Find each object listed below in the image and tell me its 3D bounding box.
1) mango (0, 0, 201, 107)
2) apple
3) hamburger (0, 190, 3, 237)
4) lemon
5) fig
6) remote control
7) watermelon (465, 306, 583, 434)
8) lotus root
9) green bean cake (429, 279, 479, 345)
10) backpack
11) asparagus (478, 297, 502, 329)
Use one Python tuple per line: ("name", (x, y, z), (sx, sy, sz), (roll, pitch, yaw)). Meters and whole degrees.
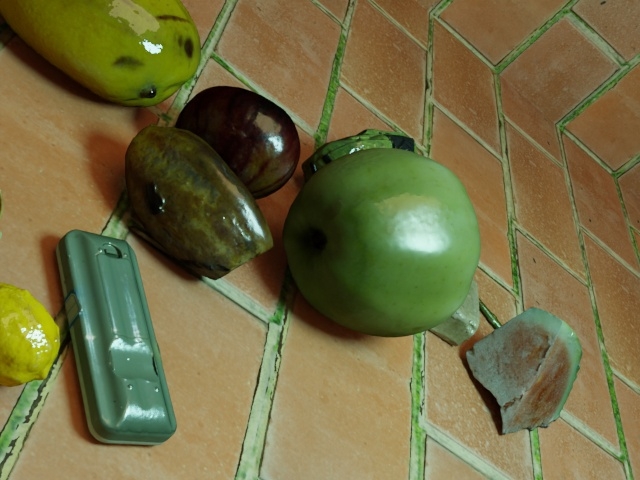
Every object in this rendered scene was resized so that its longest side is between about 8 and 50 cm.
("mango", (-0.415, -0.422, 1.629), (0.445, 0.220, 0.301), (42, 33, -2))
("apple", (0.109, 0.006, 1.686), (0.357, 0.357, 0.357), (32, 34, -25))
("hamburger", (-0.513, -0.001, 1.021), (0.274, 0.212, 0.274), (31, 27, -18))
("lemon", (-0.392, 0.114, 1.139), (0.155, 0.114, 0.114), (47, 30, -1))
("fig", (-0.152, -0.172, 1.676), (0.214, 0.235, 0.235), (-39, 87, -28))
("remote control", (-0.288, 0.129, 1.300), (0.128, 0.065, 0.335), (17, 42, -45))
("watermelon", (0.443, 0.285, 1.939), (0.310, 0.232, 0.193), (85, -18, -59))
("lotus root", (-0.215, -0.064, 1.528), (0.291, 0.193, 0.193), (51, 31, 1))
("green bean cake", (0.281, 0.132, 1.991), (0.109, 0.085, 0.179), (38, 31, -17))
("backpack", (0.087, -0.150, 1.972), (0.253, 0.207, 0.140), (-2, 68, -44))
("asparagus", (0.382, 0.160, 2.147), (0.024, 0.025, 0.248), (-37, 84, -17))
